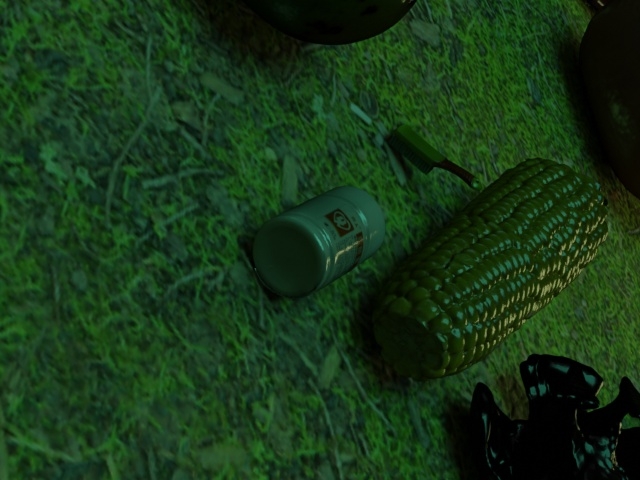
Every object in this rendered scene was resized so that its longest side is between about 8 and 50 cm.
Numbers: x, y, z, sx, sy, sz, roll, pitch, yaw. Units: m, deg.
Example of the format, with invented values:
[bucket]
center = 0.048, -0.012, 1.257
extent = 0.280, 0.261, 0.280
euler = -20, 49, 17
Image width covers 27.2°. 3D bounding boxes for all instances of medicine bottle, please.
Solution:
[medicine bottle]
center = 0.000, 0.000, 0.882
extent = 0.089, 0.057, 0.057
euler = -30, 94, -56

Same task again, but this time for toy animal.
[toy animal]
center = 0.192, 0.184, 1.006
extent = 0.218, 0.116, 0.179
euler = 14, 90, -26

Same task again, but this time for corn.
[corn]
center = 0.135, 0.015, 1.010
extent = 0.305, 0.106, 0.106
euler = -32, 96, -53

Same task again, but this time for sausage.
[sausage]
center = 0.346, -0.145, 1.361
extent = 0.148, 0.148, 0.254
euler = 7, 69, -51

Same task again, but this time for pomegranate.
[pomegranate]
center = 0.014, -0.247, 0.936
extent = 0.179, 0.210, 0.179
euler = 34, 5, -3

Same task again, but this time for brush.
[brush]
center = 0.091, -0.061, 1.045
extent = 0.083, 0.021, 0.019
euler = 36, 33, 11

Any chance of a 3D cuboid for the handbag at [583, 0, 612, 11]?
[handbag]
center = 0.339, -0.346, 1.532
extent = 0.203, 0.074, 0.216
euler = 38, 43, -33
